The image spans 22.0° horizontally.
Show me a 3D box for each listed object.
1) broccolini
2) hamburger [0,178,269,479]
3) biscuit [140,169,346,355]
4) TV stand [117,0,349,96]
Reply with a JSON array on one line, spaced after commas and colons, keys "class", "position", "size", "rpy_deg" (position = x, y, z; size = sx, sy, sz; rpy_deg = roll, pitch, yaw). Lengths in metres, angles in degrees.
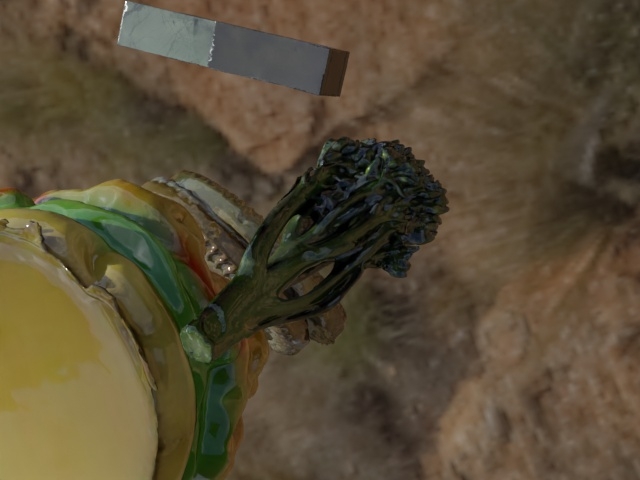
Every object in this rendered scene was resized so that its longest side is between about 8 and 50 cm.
[{"class": "broccolini", "position": [-0.012, 0.008, 0.929], "size": [0.091, 0.202, 0.068], "rpy_deg": [56, 148, -1]}, {"class": "hamburger", "position": [-0.139, 0.066, 1.002], "size": [0.237, 0.149, 0.237], "rpy_deg": [14, 116, 30]}, {"class": "biscuit", "position": [-0.085, 0.024, 1.709], "size": [0.259, 0.079, 0.259], "rpy_deg": [42, 167, 12]}, {"class": "TV stand", "position": [-0.092, -0.193, 1.649], "size": [0.256, 0.040, 0.049], "rpy_deg": [16, 100, 30]}]
